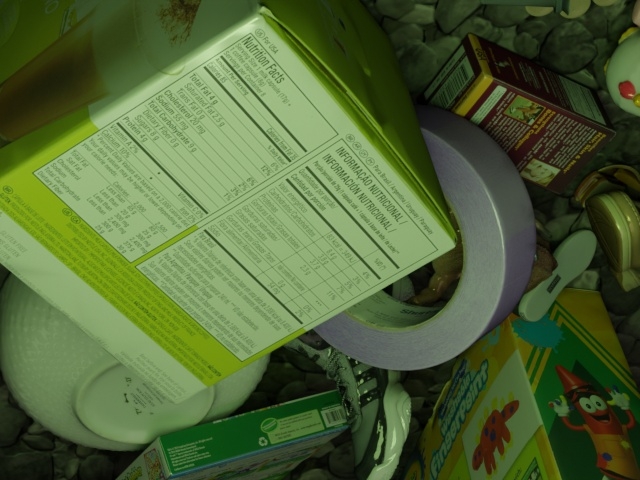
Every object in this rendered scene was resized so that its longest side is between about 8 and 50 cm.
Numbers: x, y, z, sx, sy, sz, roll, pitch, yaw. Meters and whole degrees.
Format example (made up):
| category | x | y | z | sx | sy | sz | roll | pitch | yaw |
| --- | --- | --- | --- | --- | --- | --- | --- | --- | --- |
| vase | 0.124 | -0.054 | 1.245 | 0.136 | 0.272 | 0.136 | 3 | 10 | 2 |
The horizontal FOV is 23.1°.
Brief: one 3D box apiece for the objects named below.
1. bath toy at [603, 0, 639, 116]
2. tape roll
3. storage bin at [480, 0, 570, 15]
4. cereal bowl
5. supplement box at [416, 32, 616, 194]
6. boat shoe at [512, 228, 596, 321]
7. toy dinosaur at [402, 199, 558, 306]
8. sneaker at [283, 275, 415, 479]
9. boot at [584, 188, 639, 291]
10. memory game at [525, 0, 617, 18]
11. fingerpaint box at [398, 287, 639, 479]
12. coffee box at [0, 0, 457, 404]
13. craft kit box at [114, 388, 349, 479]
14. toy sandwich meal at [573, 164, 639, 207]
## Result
| category | x | y | z | sx | sy | sz | roll | pitch | yaw |
| --- | --- | --- | --- | --- | --- | --- | --- | --- | --- |
| bath toy | 0.383 | -0.256 | 1.608 | 0.151 | 0.129 | 0.348 | -9 | 138 | -23 |
| tape roll | 0.087 | -0.004 | 1.673 | 0.275 | 0.275 | 0.090 | -50 | 167 | 30 |
| storage bin | 0.202 | -0.288 | 1.557 | 0.091 | 0.098 | 0.135 | -3 | 135 | 4 |
| cereal bowl | -0.214 | 0.136 | 1.841 | 0.339 | 0.141 | 0.339 | -7 | 134 | -7 |
| supplement box | 0.215 | -0.137 | 1.726 | 0.188 | 0.081 | 0.104 | 20 | 126 | -29 |
| boat shoe | 0.281 | 0.039 | 1.916 | 0.142 | 0.040 | 0.049 | -48 | 122 | -15 |
| toy dinosaur | 0.203 | 0.011 | 1.792 | 0.200 | 0.127 | 0.296 | -31 | 150 | 33 |
| sneaker | 0.026 | 0.159 | 1.865 | 0.153 | 0.268 | 0.101 | 10 | 162 | -13 |
| boot | 0.424 | -0.031 | 1.833 | 0.203 | 0.095 | 0.262 | -24 | 158 | 8 |
| memory game | 0.266 | -0.307 | 1.623 | 0.186 | 0.012 | 0.186 | -7 | 134 | -7 |
| fingerpaint box | 0.258 | 0.338 | 1.994 | 0.163 | 0.371 | 0.444 | 6 | 131 | -17 |
| coffee box | -0.119 | -0.119 | 1.477 | 0.334 | 0.337 | 0.338 | -31 | 132 | 15 |
| craft kit box | -0.120 | 0.273 | 1.948 | 0.250 | 0.061 | 0.246 | -11 | 159 | -30 |
| toy sandwich meal | 0.347 | -0.057 | 1.873 | 0.086 | 0.029 | 0.085 | -7 | 135 | -7 |
